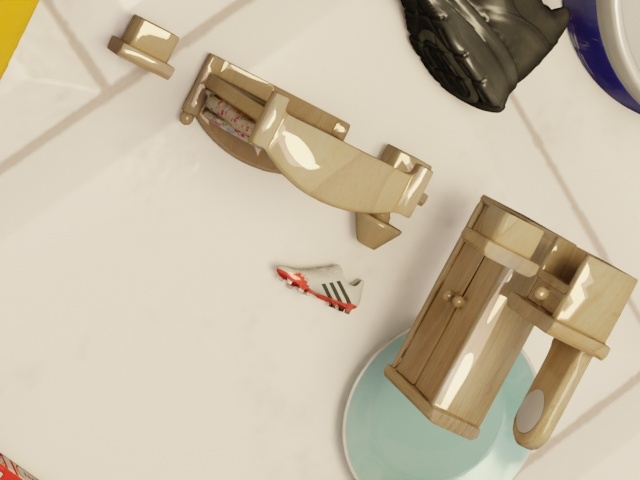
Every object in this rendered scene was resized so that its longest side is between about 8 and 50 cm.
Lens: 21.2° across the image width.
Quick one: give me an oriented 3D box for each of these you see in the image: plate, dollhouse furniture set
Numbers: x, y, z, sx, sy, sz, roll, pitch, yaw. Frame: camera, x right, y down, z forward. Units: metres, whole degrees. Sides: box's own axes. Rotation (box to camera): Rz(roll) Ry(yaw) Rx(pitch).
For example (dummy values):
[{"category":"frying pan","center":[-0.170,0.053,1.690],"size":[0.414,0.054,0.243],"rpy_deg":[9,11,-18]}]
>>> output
[{"category":"plate","center":[0.105,0.155,1.506],"size":[0.188,0.024,0.188],"rpy_deg":[-5,105,-18]},{"category":"dollhouse furniture set","center":[0.000,0.000,1.283],"size":[0.356,0.303,0.173],"rpy_deg":[25,95,-22]}]

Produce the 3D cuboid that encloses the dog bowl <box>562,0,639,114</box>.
[{"category":"dog bowl","center":[0.343,-0.220,1.452],"size":[0.265,0.104,0.264],"rpy_deg":[-4,105,-17]}]

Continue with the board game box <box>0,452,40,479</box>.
[{"category":"board game box","center":[-0.282,0.278,1.393],"size":[0.147,0.045,0.193],"rpy_deg":[40,89,-22]}]

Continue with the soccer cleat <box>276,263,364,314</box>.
[{"category":"soccer cleat","center":[0.000,0.033,1.440],"size":[0.083,0.029,0.035],"rpy_deg":[26,85,-25]}]

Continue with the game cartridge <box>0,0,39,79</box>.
[{"category":"game cartridge","center":[-0.324,-0.145,1.122],"size":[0.324,0.052,0.285],"rpy_deg":[-14,147,-47]}]

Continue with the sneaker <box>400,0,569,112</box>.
[{"category":"sneaker","center":[0.101,-0.243,1.377],"size":[0.130,0.109,0.286],"rpy_deg":[-42,121,-12]}]
